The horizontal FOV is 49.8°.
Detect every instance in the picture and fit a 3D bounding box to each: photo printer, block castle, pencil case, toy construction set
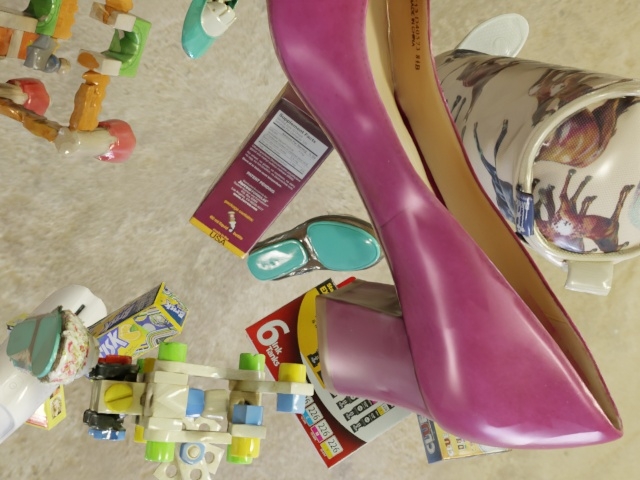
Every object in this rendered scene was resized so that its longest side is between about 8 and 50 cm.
[{"bbox_3d":[-0.483,0.213,1.122,0.107,0.256,0.307,42,132,-12],"label":"photo printer"},{"bbox_3d":[-0.437,-0.396,1.265,0.303,0.213,0.453,25,105,12],"label":"block castle"},{"bbox_3d":[0.207,-0.105,0.752,0.160,0.410,0.183,15,106,-15],"label":"pencil case"},{"bbox_3d":[-0.162,0.201,0.813,0.215,0.328,0.151,9,61,-20],"label":"toy construction set"}]

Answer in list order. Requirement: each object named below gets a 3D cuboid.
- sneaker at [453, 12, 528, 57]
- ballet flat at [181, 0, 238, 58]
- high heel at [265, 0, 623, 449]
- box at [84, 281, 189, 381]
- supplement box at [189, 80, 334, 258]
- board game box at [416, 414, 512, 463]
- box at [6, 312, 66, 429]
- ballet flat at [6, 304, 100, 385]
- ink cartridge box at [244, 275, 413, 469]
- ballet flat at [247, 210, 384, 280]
[{"bbox_3d":[0.311,-0.381,1.503,0.296,0.147,0.104,-41,100,0],"label":"sneaker"},{"bbox_3d":[-0.191,-0.465,1.328,0.083,0.087,0.247,30,79,-51],"label":"ballet flat"},{"bbox_3d":[0.080,-0.067,0.389,0.181,0.127,0.377,4,111,32],"label":"high heel"},{"bbox_3d":[-0.266,0.127,0.947,0.169,0.054,0.059,-29,114,20],"label":"box"},{"bbox_3d":[-0.062,-0.085,0.807,0.081,0.104,0.188,36,112,-12],"label":"supplement box"},{"bbox_3d":[0.240,0.267,1.245,0.165,0.042,0.243,4,62,-30],"label":"board game box"},{"bbox_3d":[-0.581,0.268,1.412,0.087,0.058,0.232,11,113,17],"label":"box"},{"bbox_3d":[-0.301,0.124,0.802,0.077,0.241,0.091,22,77,-31],"label":"ballet flat"},{"bbox_3d":[0.042,0.245,1.382,0.272,0.130,0.309,-31,79,-12],"label":"ink cartridge box"},{"bbox_3d":[0.000,0.000,1.089,0.280,0.096,0.095,-9,111,40],"label":"ballet flat"}]
